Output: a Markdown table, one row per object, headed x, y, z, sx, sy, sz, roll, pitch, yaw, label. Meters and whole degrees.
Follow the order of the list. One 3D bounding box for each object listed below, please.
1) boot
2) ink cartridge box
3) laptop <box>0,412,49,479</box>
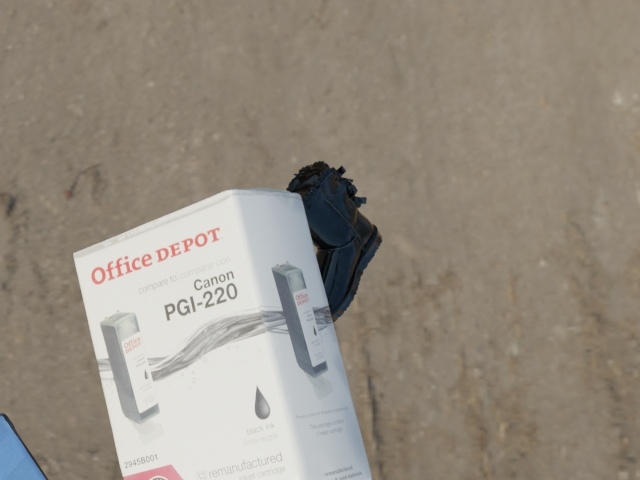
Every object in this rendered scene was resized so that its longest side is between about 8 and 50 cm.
| x | y | z | sx | sy | sz | roll | pitch | yaw | label |
| --- | --- | --- | --- | --- | --- | --- | --- | --- | --- |
| 0.000 | 0.000 | 1.092 | 0.099 | 0.045 | 0.121 | 52 | 57 | -35 | boot |
| -0.072 | 0.087 | 0.910 | 0.092 | 0.158 | 0.218 | 4 | 70 | -57 | ink cartridge box |
| -0.280 | 0.464 | 1.252 | 0.408 | 0.236 | 0.382 | 34 | 56 | 8 | laptop |
